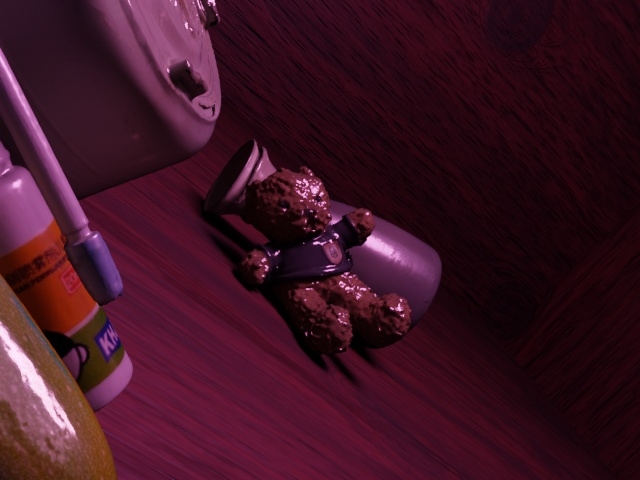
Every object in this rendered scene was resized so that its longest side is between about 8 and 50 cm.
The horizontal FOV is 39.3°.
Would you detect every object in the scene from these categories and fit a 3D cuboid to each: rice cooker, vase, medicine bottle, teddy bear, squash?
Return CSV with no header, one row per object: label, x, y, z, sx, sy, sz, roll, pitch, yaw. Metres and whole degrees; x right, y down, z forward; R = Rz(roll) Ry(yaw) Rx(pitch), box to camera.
rice cooker,-0.194,-0.120,0.552,0.226,0.244,0.226,-22,90,-82
vase,0.000,0.000,1.237,0.321,0.173,0.173,36,10,-20
medicine bottle,-0.154,-0.013,0.443,0.220,0.092,0.061,67,27,-20
teddy bear,-0.013,0.034,1.099,0.182,0.129,0.251,-15,75,-35
squash,-0.148,0.061,0.364,0.188,0.095,0.095,46,8,10
